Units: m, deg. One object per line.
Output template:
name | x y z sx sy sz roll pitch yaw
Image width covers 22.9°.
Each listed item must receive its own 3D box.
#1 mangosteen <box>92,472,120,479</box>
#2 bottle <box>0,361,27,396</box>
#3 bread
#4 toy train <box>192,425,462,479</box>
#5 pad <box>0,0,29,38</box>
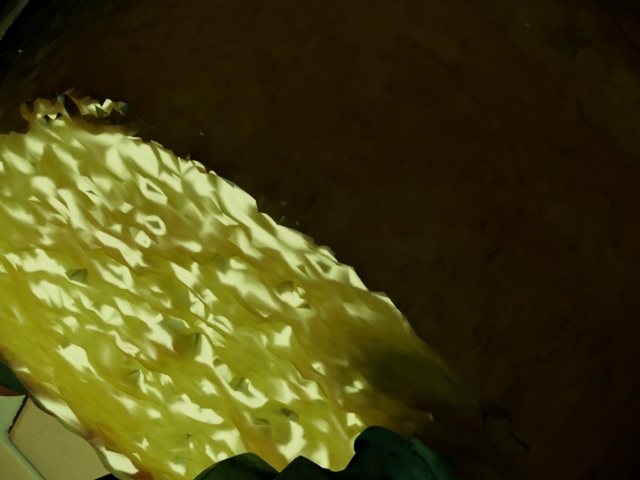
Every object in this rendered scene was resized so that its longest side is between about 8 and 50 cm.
mangosteen | -0.152 0.349 1.421 0.287 0.233 0.287 42 155 25
bottle | -0.292 0.053 1.346 0.336 0.144 0.144 14 138 49
bread | 0.000 0.000 0.725 0.398 0.215 0.398 27 149 17
toy train | 0.063 0.201 0.567 0.298 0.120 0.194 41 159 26
pad | -0.143 -0.113 0.710 0.004 0.220 0.330 32 134 -18
